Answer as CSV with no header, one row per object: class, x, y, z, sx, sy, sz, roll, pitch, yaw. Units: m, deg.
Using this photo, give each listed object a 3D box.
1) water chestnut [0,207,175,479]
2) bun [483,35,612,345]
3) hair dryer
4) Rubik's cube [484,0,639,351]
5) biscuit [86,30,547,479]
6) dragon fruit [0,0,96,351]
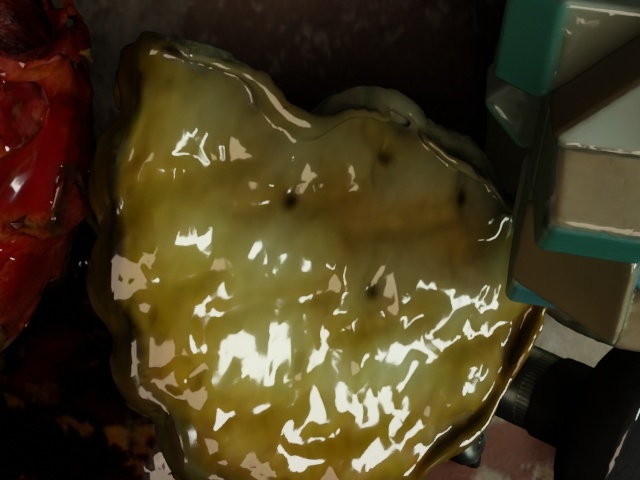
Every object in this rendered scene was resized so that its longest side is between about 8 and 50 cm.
water chestnut,-0.140,0.125,0.818,0.289,0.289,0.244,-44,115,9
bun,0.292,-0.089,0.859,0.361,0.213,0.361,4,122,6
hair dryer,0.160,0.123,0.922,0.284,0.320,0.155,34,81,-49
Rubik's cube,0.200,-0.060,0.642,0.213,0.224,0.265,10,128,5
biscuit,0.000,0.000,0.705,0.329,0.078,0.335,-41,106,-25
dragon fruit,-0.281,-0.056,0.676,0.296,0.295,0.301,14,104,-21
